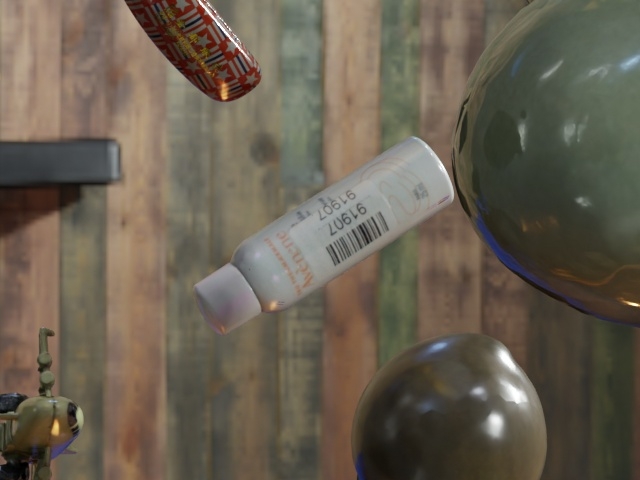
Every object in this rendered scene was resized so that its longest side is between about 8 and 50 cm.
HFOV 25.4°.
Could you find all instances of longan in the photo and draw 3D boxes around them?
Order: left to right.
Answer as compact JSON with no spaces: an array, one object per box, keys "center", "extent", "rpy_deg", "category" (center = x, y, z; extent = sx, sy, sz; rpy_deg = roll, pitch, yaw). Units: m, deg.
[{"center":[0.162,0.238,1.757],"extent":[0.258,0.258,0.258],"rpy_deg":[180,-90,-75],"category":"longan"}]

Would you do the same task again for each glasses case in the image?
[{"center":[-0.139,-0.220,1.513],"extent":[0.194,0.073,0.049],"rpy_deg":[48,17,-34],"category":"glasses case"}]

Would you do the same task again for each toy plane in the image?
[{"center":[-0.273,0.185,1.360],"extent":[0.244,0.092,0.229],"rpy_deg":[115,-25,-70],"category":"toy plane"}]

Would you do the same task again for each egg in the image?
[{"center":[0.259,-0.075,0.909],"extent":[0.258,0.352,0.259],"rpy_deg":[-9,90,-86],"category":"egg"}]

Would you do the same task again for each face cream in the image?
[{"center":[0.000,0.000,1.365],"extent":[0.082,0.269,0.082],"rpy_deg":[53,-12,17],"category":"face cream"}]

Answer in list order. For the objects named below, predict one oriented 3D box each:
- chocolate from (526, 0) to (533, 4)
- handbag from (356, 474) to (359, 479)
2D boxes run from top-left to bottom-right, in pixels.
[{"center":[0.408,-0.295,1.861],"extent":[0.161,0.341,0.360],"rpy_deg":[-48,-154,17],"category":"chocolate"},{"center":[0.160,0.330,1.963],"extent":[0.057,0.221,0.144],"rpy_deg":[-141,-124,-70],"category":"handbag"}]
